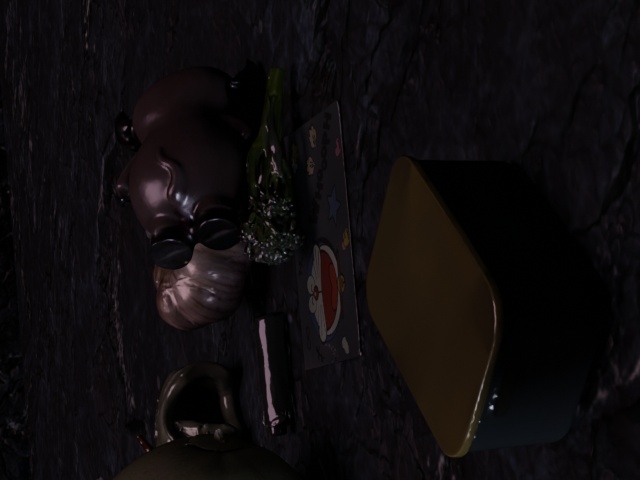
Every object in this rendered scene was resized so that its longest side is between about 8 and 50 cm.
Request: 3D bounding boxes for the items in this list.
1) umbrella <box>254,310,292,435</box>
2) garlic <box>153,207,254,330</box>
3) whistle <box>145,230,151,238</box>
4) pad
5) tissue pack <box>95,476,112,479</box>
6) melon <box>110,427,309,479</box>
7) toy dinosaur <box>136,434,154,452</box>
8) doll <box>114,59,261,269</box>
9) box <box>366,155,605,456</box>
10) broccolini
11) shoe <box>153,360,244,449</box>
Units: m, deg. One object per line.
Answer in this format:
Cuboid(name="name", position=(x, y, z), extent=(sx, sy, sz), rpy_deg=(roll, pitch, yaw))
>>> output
Cuboid(name="umbrella", position=(-0.048, 0.139, 1.651), extent=(0.036, 0.031, 0.133), rpy_deg=(152, 113, -71))
Cuboid(name="garlic", position=(-0.125, 0.022, 1.752), extent=(0.147, 0.102, 0.159), rpy_deg=(-41, 41, 48))
Cuboid(name="whistle", position=(-0.172, -0.080, 1.930), extent=(0.126, 0.067, 0.258), rpy_deg=(-119, 35, -50))
Cuboid(name="pad", position=(0.000, 0.000, 1.540), extent=(0.170, 0.006, 0.246), rpy_deg=(155, 111, -70))
Cuboid(name="tissue pack", position=(-0.264, 0.423, 2.114), extent=(0.156, 0.148, 0.209), rpy_deg=(170, 97, -69))
Cuboid(name="melon", position=(-0.119, 0.342, 1.514), extent=(0.268, 0.268, 0.330), rpy_deg=(-153, 75, -68))
Cuboid(name="toy dinosaur", position=(-0.174, 0.464, 1.953), extent=(0.208, 0.097, 0.432), rpy_deg=(171, 97, -76))
Cuboid(name="doll", position=(-0.137, -0.090, 1.677), extent=(0.257, 0.182, 0.117), rpy_deg=(-97, -17, -47))
Cuboid(name="box", position=(0.112, 0.041, 1.095), extent=(0.201, 0.090, 0.144), rpy_deg=(-118, 31, -51))
Cuboid(name="broccolini", position=(-0.058, -0.074, 1.588), extent=(0.091, 0.068, 0.203), rpy_deg=(84, 178, -75))
Cuboid(name="shoe", position=(-0.142, 0.274, 1.807), extent=(0.149, 0.109, 0.293), rpy_deg=(121, 147, -66))
